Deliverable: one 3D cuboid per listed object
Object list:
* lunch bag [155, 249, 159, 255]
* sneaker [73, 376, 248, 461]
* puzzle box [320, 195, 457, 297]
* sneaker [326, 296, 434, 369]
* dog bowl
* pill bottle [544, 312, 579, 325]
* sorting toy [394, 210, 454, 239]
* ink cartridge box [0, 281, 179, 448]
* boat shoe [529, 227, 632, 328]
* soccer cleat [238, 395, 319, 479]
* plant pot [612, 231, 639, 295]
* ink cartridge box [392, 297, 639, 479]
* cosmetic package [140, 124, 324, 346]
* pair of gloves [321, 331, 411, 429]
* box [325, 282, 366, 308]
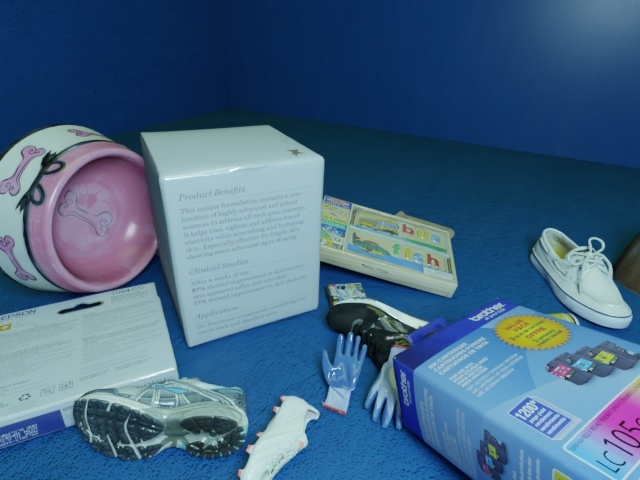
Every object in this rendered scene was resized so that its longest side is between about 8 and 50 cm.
[{"bbox_3d":[-0.422,-0.050,1.271,0.279,0.108,0.224,-20,40,-33],"label":"lunch bag"},{"bbox_3d":[-0.261,0.290,0.686,0.283,0.110,0.122,8,16,-4],"label":"sneaker"},{"bbox_3d":[0.180,0.005,1.163,0.408,0.052,0.272,16,34,1],"label":"puzzle box"},{"bbox_3d":[0.134,0.209,0.842,0.283,0.107,0.124,13,36,19],"label":"sneaker"},{"bbox_3d":[-0.540,-0.059,0.962,0.150,0.408,0.408,13,30,19],"label":"dog bowl"},{"bbox_3d":[0.517,0.200,0.920,0.116,0.065,0.065,-2,29,-9],"label":"pill bottle"},{"bbox_3d":[0.318,-0.023,1.354,0.208,0.038,0.193,25,36,28],"label":"sorting toy"},{"bbox_3d":[-0.474,0.222,0.808,0.324,0.071,0.330,-12,28,-24],"label":"ink cartridge box"},{"bbox_3d":[0.699,0.067,1.081,0.135,0.156,0.367,2,28,0],"label":"boat shoe"},{"bbox_3d":[-0.064,0.328,0.646,0.076,0.068,0.196,15,28,16],"label":"soccer cleat"},{"bbox_3d":[0.961,0.023,1.104,0.215,0.230,0.215,1,28,-1],"label":"plant pot"},{"bbox_3d":[0.301,0.233,0.613,0.270,0.151,0.395,-20,17,-26],"label":"ink cartridge box"},{"bbox_3d":[-0.209,-0.037,0.962,0.329,0.394,0.327,-11,31,-25],"label":"cosmetic package"},{"bbox_3d":[0.088,0.258,0.764,0.198,0.023,0.159,7,56,20],"label":"pair of gloves"},{"bbox_3d":[0.070,0.156,1.008,0.094,0.027,0.137,-1,28,-9],"label":"box"}]
